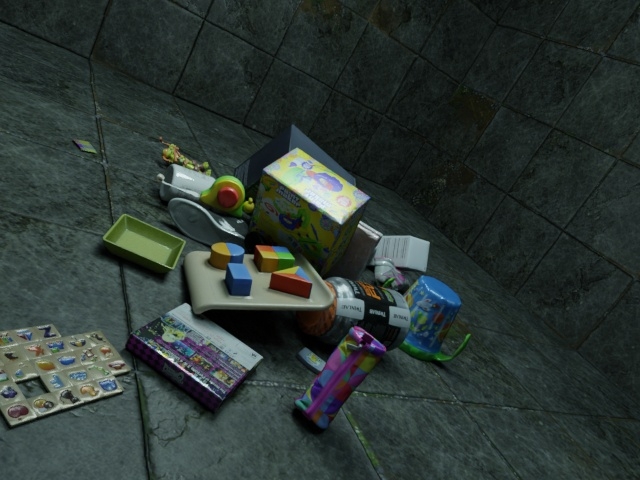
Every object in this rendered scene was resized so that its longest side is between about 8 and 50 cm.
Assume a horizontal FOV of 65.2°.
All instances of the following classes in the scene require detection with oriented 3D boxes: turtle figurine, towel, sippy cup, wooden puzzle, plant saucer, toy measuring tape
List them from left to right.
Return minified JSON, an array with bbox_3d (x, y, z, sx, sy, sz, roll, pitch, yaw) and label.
[{"bbox_3d":[-0.830,-0.332,1.764,0.083,0.009,0.060,42,21,29],"label":"towel"},{"bbox_3d":[-0.472,0.016,1.341,0.188,0.045,0.188,26,18,-14],"label":"plant saucer"},{"bbox_3d":[-0.554,-0.313,2.020,0.217,0.087,0.269,26,8,-37],"label":"turtle figurine"},{"bbox_3d":[-0.363,-0.180,1.645,0.329,0.121,0.121,23,19,-17],"label":"toy measuring tape"},{"bbox_3d":[-0.171,0.084,1.321,0.347,0.081,0.322,0,22,-21],"label":"wooden puzzle"},{"bbox_3d":[0.032,0.001,1.747,0.316,0.332,0.053,35,48,11],"label":"towel"},{"bbox_3d":[0.358,0.252,1.721,0.305,0.224,0.240,26,18,-11],"label":"sippy cup"}]

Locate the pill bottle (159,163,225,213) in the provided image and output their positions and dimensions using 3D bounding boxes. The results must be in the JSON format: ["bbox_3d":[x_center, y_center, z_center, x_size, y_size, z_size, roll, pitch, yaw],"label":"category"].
[{"bbox_3d":[-0.434,-0.173,1.762,0.229,0.131,0.131,17,22,-35],"label":"pill bottle"}]

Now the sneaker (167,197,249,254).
[{"bbox_3d":[-0.356,-0.055,1.633,0.295,0.105,0.147,32,15,-15],"label":"sneaker"}]

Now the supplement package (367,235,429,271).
[{"bbox_3d":[0.328,0.057,2.160,0.139,0.134,0.244,15,-10,-40],"label":"supplement package"}]

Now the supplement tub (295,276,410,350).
[{"bbox_3d":[0.096,0.215,1.461,0.315,0.194,0.194,16,23,-38],"label":"supplement tub"}]

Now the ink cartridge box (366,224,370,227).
[{"bbox_3d":[0.164,-0.025,2.371,0.234,0.088,0.193,19,20,-33],"label":"ink cartridge box"}]

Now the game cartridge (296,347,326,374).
[{"bbox_3d":[-0.022,0.315,1.301,0.083,0.017,0.056,35,22,14],"label":"game cartridge"}]

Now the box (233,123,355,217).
[{"bbox_3d":[-0.095,-0.185,1.816,0.343,0.312,0.179,36,40,-34],"label":"box"}]

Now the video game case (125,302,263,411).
[{"bbox_3d":[-0.262,0.240,1.079,0.232,0.042,0.210,33,17,8],"label":"video game case"}]

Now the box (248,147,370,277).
[{"bbox_3d":[-0.044,-0.077,1.564,0.289,0.279,0.177,36,47,13],"label":"box"}]

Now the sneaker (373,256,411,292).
[{"bbox_3d":[0.287,0.166,2.060,0.102,0.111,0.252,-2,-29,42],"label":"sneaker"}]

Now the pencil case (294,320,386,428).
[{"bbox_3d":[0.044,0.295,1.096,0.104,0.236,0.104,35,4,-2],"label":"pencil case"}]

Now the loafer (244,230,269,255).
[{"bbox_3d":[-0.161,0.070,1.555,0.078,0.080,0.220,24,40,-64],"label":"loafer"}]

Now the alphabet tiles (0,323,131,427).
[{"bbox_3d":[-0.465,0.218,0.881,0.198,0.009,0.237,39,20,25],"label":"alphabet tiles"}]
